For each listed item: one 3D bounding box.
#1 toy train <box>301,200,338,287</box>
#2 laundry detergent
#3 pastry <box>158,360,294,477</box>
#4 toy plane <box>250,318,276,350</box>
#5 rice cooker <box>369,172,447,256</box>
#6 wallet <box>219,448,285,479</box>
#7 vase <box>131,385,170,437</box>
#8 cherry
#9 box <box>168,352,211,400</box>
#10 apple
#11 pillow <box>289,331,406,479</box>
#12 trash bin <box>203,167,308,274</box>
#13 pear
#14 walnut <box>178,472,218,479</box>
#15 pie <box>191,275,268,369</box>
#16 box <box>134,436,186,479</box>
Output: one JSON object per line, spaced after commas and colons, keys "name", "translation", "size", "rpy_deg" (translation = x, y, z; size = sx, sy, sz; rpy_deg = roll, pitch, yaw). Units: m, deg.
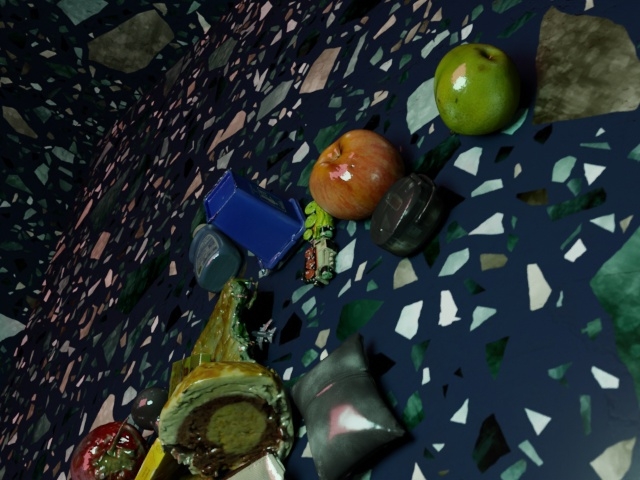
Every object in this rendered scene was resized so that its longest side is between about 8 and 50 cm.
{"name": "toy train", "translation": [0.000, 0.000, 1.621], "size": [0.085, 0.053, 0.249], "rpy_deg": [-30, 41, 31]}
{"name": "laundry detergent", "translation": [-0.312, 0.035, 2.017], "size": [0.143, 0.094, 0.290], "rpy_deg": [-59, 27, 11]}
{"name": "pastry", "translation": [-0.185, 0.329, 1.386], "size": [0.170, 0.256, 0.236], "rpy_deg": [-97, 1, -67]}
{"name": "toy plane", "translation": [-0.134, 0.220, 1.637], "size": [0.083, 0.031, 0.078], "rpy_deg": [-11, 54, 51]}
{"name": "rice cooker", "translation": [0.170, -0.048, 1.367], "size": [0.165, 0.106, 0.112], "rpy_deg": [-48, 31, 9]}
{"name": "wallet", "translation": [-0.171, 0.559, 1.297], "size": [0.335, 0.068, 0.275], "rpy_deg": [-38, 56, 26]}
{"name": "vase", "translation": [-0.399, 0.451, 1.748], "size": [0.120, 0.120, 0.183], "rpy_deg": [-51, 45, 12]}
{"name": "cherry", "translation": [-0.545, 0.556, 1.788], "size": [0.250, 0.175, 0.192], "rpy_deg": [-16, 53, 46]}
{"name": "box", "translation": [-0.310, 0.337, 1.647], "size": [0.193, 0.030, 0.121], "rpy_deg": [-29, 53, 56]}
{"name": "apple", "translation": [0.075, -0.143, 1.531], "size": [0.209, 0.164, 0.209], "rpy_deg": [-35, 35, 30]}
{"name": "pillow", "translation": [0.038, 0.298, 1.244], "size": [0.186, 0.106, 0.250], "rpy_deg": [-42, 35, 12]}
{"name": "trash bin", "translation": [-0.165, -0.047, 1.722], "size": [0.184, 0.234, 0.162], "rpy_deg": [-49, 32, 14]}
{"name": "pear", "translation": [0.289, -0.273, 1.358], "size": [0.216, 0.166, 0.180], "rpy_deg": [114, 150, -45]}
{"name": "walnut", "translation": [-0.271, 0.563, 1.491], "size": [0.170, 0.069, 0.143], "rpy_deg": [-30, 39, 37]}
{"name": "pie", "translation": [-0.224, 0.269, 1.644], "size": [0.296, 0.078, 0.371], "rpy_deg": [-48, 34, 33]}
{"name": "box", "translation": [-0.336, 0.488, 1.524], "size": [0.043, 0.152, 0.269], "rpy_deg": [39, 120, 17]}
